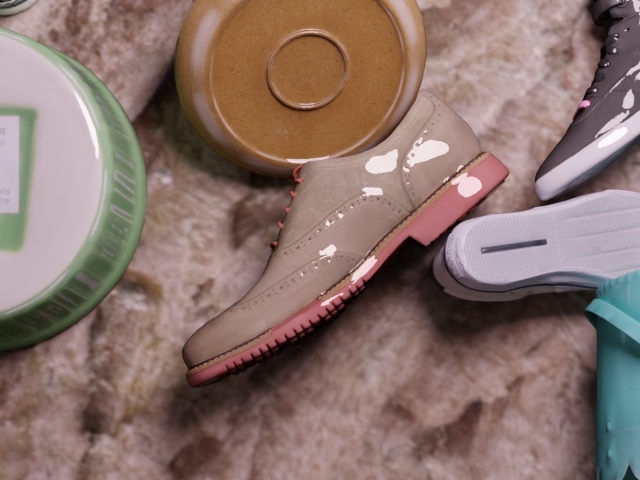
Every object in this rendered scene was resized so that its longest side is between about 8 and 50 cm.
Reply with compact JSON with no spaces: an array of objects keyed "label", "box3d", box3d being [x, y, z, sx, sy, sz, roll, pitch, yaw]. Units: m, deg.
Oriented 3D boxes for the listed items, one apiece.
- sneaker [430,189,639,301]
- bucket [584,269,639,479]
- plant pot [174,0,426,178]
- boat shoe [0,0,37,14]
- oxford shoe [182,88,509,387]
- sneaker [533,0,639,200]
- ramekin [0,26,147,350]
[{"label":"sneaker","box3d":[0.221,0.006,1.526,0.258,0.091,0.094,-1,80,-21]},{"label":"bucket","box3d":[0.361,0.123,1.426,0.281,0.281,0.183,-2,76,0]},{"label":"plant pot","box3d":[-0.014,-0.159,1.504,0.236,0.032,0.236,-6,117,-11]},{"label":"boat shoe","box3d":[-0.353,-0.366,1.550,0.116,0.099,0.319,-27,85,-2]},{"label":"oxford shoe","box3d":[0.000,0.000,1.506,0.348,0.123,0.130,-37,87,-8]},{"label":"sneaker","box3d":[0.274,-0.171,1.537,0.296,0.104,0.147,-42,84,-10]},{"label":"ramekin","box3d":[-0.315,-0.052,1.496,0.303,0.148,0.303,0,84,0]}]
